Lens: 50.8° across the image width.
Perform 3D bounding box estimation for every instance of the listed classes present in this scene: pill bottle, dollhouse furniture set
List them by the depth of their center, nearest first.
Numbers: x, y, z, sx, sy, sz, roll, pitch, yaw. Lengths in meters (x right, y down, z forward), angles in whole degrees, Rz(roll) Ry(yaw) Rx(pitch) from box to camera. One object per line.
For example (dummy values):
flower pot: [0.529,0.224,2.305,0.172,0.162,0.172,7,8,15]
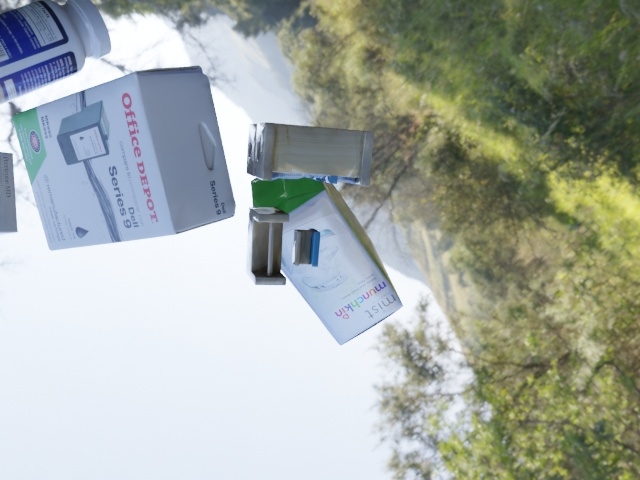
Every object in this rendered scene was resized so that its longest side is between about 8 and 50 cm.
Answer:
dollhouse furniture set: [-0.023,-0.048,0.830,0.129,0.184,0.129,2,-171,-15]
pill bottle: [-0.557,-0.376,1.312,0.153,0.264,0.153,41,149,32]

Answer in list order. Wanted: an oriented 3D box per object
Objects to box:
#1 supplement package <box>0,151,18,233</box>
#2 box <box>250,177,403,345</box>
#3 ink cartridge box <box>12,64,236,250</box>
supplement package: [-0.788,-0.091,1.342,0.293,0.175,0.178,-1,-96,-54]
box: [0.000,0.000,1.088,0.231,0.126,0.262,54,-173,-22]
ink cartridge box: [-0.277,-0.108,0.939,0.121,0.289,0.211,-23,-77,-52]
